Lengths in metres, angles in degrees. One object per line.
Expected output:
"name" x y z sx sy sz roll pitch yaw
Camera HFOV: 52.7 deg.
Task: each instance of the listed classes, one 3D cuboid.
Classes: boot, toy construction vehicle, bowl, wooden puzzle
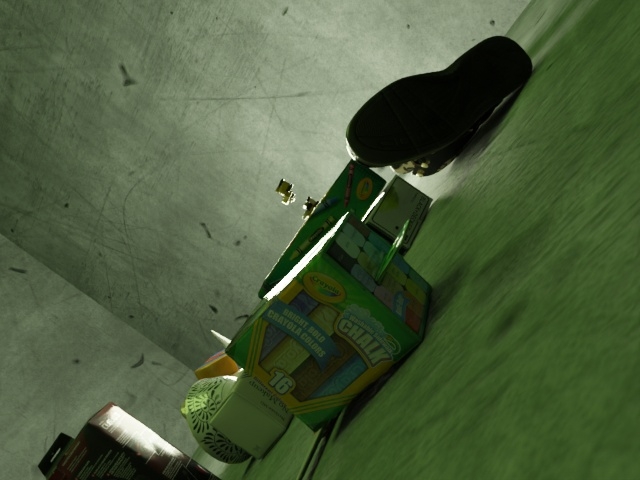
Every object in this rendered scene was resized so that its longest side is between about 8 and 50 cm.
"boot" 0.185 -0.199 1.187 0.377 0.138 0.284 -36 -8 -20
"toy construction vehicle" -0.049 -0.075 1.246 0.035 0.086 0.098 -62 2 -12
"bowl" -0.153 0.307 1.169 0.080 0.170 0.170 -41 7 26
"wooden puzzle" -0.156 0.262 1.497 0.322 0.080 0.348 -28 4 3

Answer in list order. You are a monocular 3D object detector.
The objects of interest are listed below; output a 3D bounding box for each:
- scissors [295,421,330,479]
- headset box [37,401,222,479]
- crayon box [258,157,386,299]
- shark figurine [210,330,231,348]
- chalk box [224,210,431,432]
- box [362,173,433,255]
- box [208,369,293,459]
"scissors" 0.009 0.194 0.726 0.109 0.021 0.297 -52 -1 17
"headset box" -0.325 0.425 1.050 0.218 0.293 0.110 -55 0 5
"crayon box" 0.000 0.000 1.179 0.278 0.081 0.165 -55 0 -16
"shark figurine" -0.139 0.218 1.733 0.278 0.116 0.166 -32 -36 13
"chalk box" 0.028 0.067 0.678 0.213 0.132 0.132 -45 3 26
"box" 0.084 0.029 1.233 0.290 0.087 0.169 -54 1 44
"box" -0.083 0.244 1.145 0.094 0.113 0.275 -53 2 27
